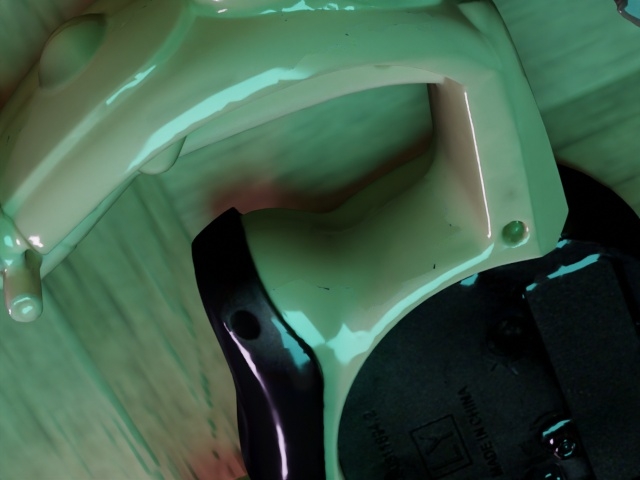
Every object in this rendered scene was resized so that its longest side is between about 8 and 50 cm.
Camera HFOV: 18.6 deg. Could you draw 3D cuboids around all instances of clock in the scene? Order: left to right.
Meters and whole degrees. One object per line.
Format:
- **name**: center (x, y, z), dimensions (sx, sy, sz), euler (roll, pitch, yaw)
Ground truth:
- **clock**: center (0.000, 0.000, 0.767), dimensions (0.276, 0.120, 0.379), euler (-26, 120, 4)

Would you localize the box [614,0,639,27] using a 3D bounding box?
- **box**: center (0.212, -0.165, 0.672), dimensions (0.149, 0.155, 0.231), euler (27, 115, -16)
